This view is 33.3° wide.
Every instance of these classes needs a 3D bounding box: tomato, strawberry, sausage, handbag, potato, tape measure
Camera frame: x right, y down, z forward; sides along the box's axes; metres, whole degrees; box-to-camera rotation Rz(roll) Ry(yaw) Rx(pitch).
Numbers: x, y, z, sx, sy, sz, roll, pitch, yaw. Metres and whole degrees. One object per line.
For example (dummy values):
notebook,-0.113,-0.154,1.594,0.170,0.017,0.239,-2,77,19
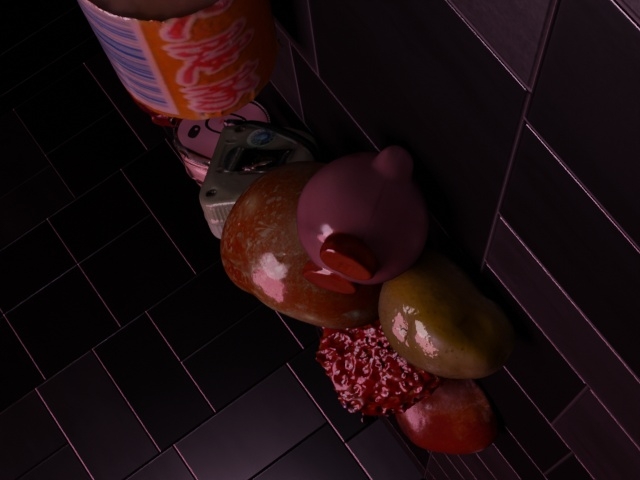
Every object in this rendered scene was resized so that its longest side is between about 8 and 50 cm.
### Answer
tomato,0.000,0.000,1.527,0.270,0.222,0.270,20,-174,-2
tomato,0.195,0.282,1.868,0.233,0.139,0.200,50,161,22
strawberry,0.121,0.169,1.690,0.234,0.234,0.178,56,152,-7
sausage,-0.177,-0.302,1.316,0.233,0.233,0.287,52,172,17
handbag,-0.173,-0.181,1.994,0.205,0.179,0.116,18,151,23
potato,0.163,0.102,1.372,0.194,0.157,0.157,33,161,35
tape measure,-0.082,-0.117,1.735,0.235,0.207,0.115,-77,-24,-44

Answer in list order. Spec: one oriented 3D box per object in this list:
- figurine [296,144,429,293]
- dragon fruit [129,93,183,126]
figurine,0.053,-0.029,1.321,0.173,0.173,0.173,53,172,11
dragon fruit,-0.296,-0.335,2.107,0.274,0.193,0.192,54,-161,10
